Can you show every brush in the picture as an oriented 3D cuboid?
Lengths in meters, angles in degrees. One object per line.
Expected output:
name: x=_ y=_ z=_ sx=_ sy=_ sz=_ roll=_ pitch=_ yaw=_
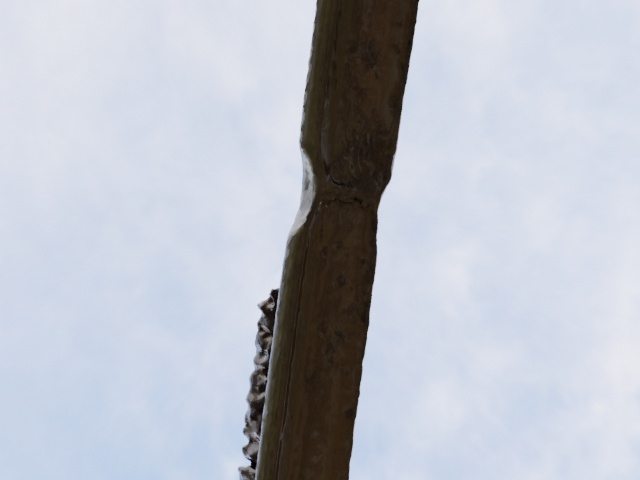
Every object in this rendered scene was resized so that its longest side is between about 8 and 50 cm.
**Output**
brush: x=0.000 y=0.000 z=0.633 sx=0.043 sy=0.036 sz=0.248 roll=6 pitch=-88 yaw=-34
